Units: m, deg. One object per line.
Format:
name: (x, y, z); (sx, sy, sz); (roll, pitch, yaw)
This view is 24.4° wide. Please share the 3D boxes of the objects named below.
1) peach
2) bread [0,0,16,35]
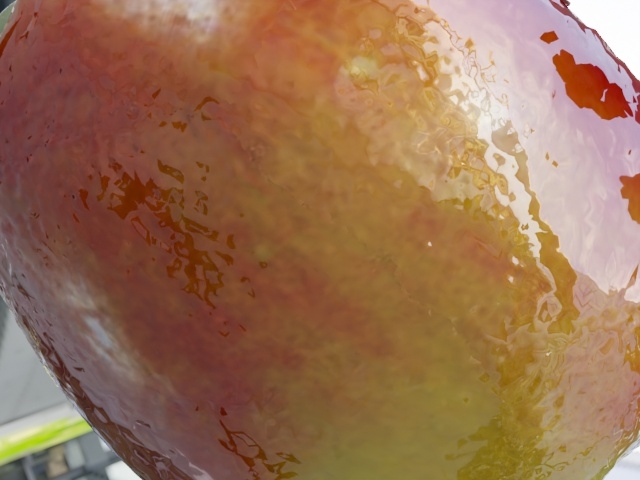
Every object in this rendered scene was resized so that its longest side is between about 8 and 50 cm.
peach: (0.000, 0.000, 0.719); (0.380, 0.242, 0.306); (39, -35, -5)
bread: (-0.200, -0.209, 1.539); (0.207, 0.286, 0.056); (112, -42, -62)
